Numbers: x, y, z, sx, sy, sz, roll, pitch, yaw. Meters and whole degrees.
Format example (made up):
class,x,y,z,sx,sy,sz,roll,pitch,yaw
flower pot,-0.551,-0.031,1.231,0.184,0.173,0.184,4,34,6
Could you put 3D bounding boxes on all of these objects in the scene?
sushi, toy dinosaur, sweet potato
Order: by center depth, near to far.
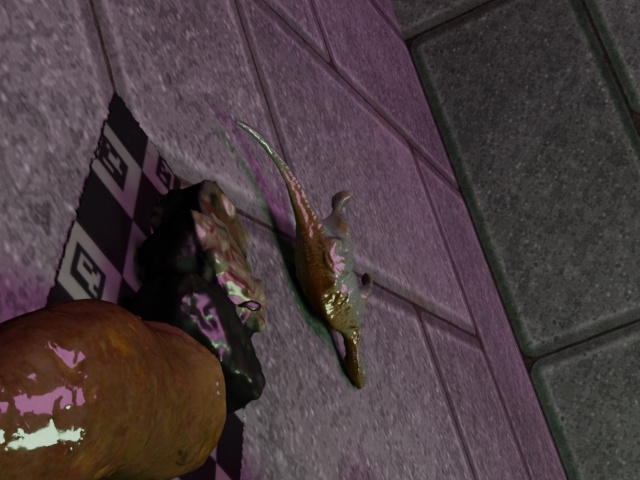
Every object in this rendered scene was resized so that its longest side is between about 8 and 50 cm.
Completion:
class,x,y,z,sx,sy,sz,roll,pitch,yaw
sweet potato,-0.172,0.098,0.709,0.336,0.131,0.131,25,44,-69
sushi,-0.099,0.038,1.063,0.296,0.100,0.373,57,18,-31
toy dinosaur,0.000,0.000,1.477,0.205,0.092,0.393,-78,151,-55
